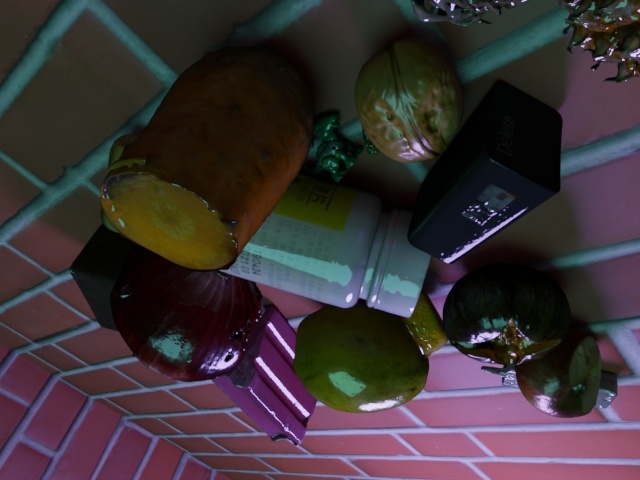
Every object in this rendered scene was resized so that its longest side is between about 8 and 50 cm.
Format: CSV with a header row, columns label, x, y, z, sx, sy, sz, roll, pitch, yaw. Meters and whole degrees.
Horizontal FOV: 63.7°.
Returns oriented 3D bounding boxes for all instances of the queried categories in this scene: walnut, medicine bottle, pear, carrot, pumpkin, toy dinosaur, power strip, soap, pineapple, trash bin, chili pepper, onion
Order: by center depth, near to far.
label,x,y,z,sx,sy,sz,roll,pitch,yaw
pineapple,0.217,-0.289,0.509,0.271,0.263,0.263,16,144,27
walnut,0.123,-0.188,0.712,0.144,0.144,0.180,-13,135,36
carrot,-0.137,-0.127,0.738,0.224,0.341,0.224,12,140,10
trash bin,0.231,-0.087,0.764,0.114,0.165,0.225,26,144,-8
chili pepper,0.084,-0.177,0.834,0.030,0.034,0.091,-17,137,-6
toy dinosaur,0.013,-0.152,0.879,0.096,0.059,0.132,40,134,-5
medicine bottle,0.000,0.000,0.932,0.378,0.214,0.214,16,142,6
pumpkin,0.349,0.137,0.978,0.237,0.159,0.238,2,148,1
onion,-0.285,0.126,1.104,0.341,0.341,0.341,13,141,11
pear,0.092,0.267,1.191,0.306,0.253,0.253,0,139,7
power strip,0.523,0.321,1.201,0.287,0.053,0.093,11,142,13
soap,-0.132,0.375,1.427,0.128,0.233,0.360,-2,136,30

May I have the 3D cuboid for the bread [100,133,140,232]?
label,x,y,z,sx,sy,sz,roll,pitch,yaw
bread,-0.377,-0.103,1.081,0.141,0.091,0.305,23,143,-14

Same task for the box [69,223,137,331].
label,x,y,z,sx,sy,sz,roll,pitch,yaw
box,-0.482,0.100,1.300,0.143,0.184,0.273,14,141,7

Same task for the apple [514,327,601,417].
label,x,y,z,sx,sy,sz,roll,pitch,yaw
apple,0.487,0.272,1.063,0.160,0.173,0.195,-19,124,37

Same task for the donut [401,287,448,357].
label,x,y,z,sx,sy,sz,roll,pitch,yaw
donut,0.212,0.154,1.072,0.065,0.162,0.178,-26,135,14

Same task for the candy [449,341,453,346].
label,x,y,z,sx,sy,sz,roll,pitch,yaw
candy,0.346,0.238,1.211,0.083,0.025,0.023,-5,118,20
